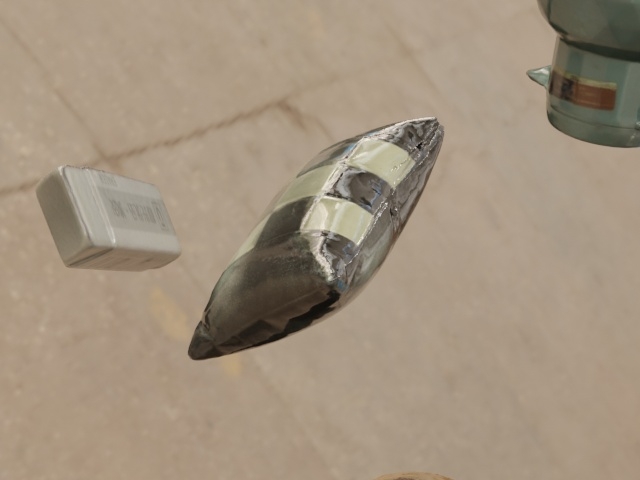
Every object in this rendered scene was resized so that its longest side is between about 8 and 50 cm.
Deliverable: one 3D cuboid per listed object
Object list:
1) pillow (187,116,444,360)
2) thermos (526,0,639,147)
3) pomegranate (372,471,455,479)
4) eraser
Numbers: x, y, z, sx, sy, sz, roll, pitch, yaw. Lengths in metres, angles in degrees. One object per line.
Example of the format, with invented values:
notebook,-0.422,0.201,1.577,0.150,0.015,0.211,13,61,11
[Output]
pillow,0.000,0.000,1.420,0.106,0.186,0.250,49,43,-13
thermos,0.222,-0.196,1.075,0.145,0.287,0.182,-13,30,-38
pomegranate,0.090,0.394,1.764,0.322,0.322,0.322,44,22,-24
eraser,-0.208,-0.017,1.669,0.352,0.061,0.089,7,60,-79
